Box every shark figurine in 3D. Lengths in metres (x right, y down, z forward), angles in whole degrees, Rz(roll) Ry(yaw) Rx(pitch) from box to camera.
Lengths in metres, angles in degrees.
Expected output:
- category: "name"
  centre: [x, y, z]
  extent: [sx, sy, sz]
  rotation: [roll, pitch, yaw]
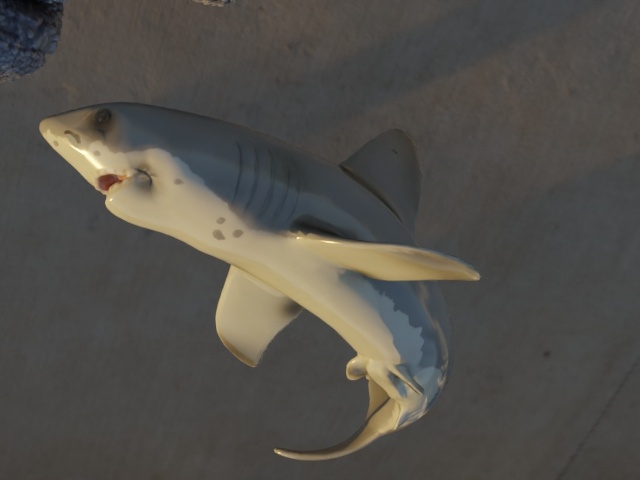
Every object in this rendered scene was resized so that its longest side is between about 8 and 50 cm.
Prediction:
- category: "shark figurine"
  centre: [0.024, 0.014, 0.440]
  extent: [0.166, 0.116, 0.278]
  rotation: [1, 145, 30]

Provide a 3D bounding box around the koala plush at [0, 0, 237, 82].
- category: "koala plush"
  centre: [-0.154, -0.189, 0.410]
  extent: [0.196, 0.221, 0.203]
  rotation: [-17, 93, 13]
